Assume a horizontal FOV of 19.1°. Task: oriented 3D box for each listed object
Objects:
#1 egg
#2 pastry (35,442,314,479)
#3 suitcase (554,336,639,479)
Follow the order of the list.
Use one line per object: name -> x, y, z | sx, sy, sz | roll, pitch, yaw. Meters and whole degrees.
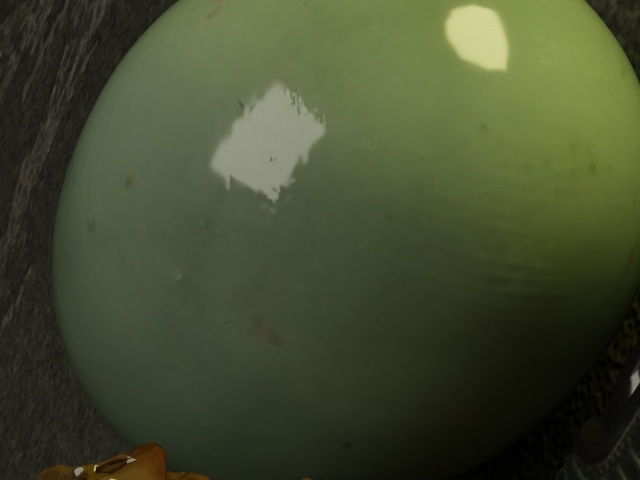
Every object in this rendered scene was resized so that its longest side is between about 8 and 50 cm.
egg -> 0.000, 0.000, 0.815 | 0.371, 0.230, 0.230 | 145, 135, -62
pastry -> -0.027, 0.266, 0.614 | 0.337, 0.293, 0.405 | -81, -9, -79
suitcase -> 0.178, 0.114, 0.478 | 0.202, 0.128, 0.312 | -62, 27, 25
